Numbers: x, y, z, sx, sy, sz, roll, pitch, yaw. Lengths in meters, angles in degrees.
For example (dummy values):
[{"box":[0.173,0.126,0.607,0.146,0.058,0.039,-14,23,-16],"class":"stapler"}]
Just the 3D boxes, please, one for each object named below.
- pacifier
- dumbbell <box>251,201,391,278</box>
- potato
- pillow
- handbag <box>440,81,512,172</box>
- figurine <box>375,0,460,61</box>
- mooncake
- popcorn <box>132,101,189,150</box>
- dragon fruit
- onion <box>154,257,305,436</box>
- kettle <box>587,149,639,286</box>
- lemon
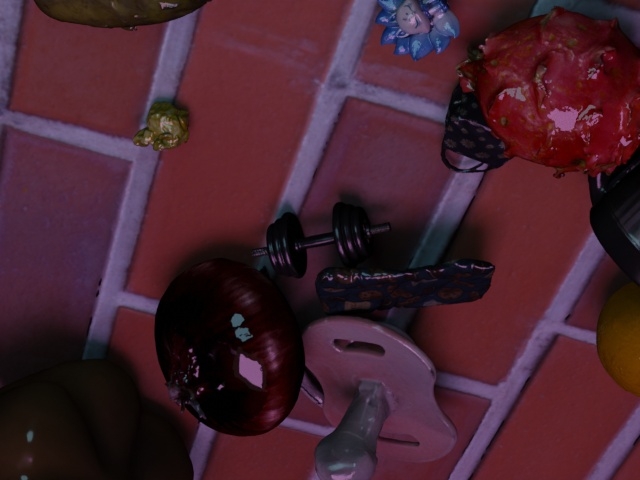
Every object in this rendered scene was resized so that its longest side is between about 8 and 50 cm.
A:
[{"box":[0.078,0.251,2.054,0.220,0.273,0.332,-20,129,1],"class":"pacifier"},{"box":[0.000,0.000,1.906,0.208,0.099,0.099,-11,130,16],"class":"dumbbell"},{"box":[-0.246,-0.330,1.630,0.251,0.113,0.149,0,140,17],"class":"potato"},{"box":[0.121,0.068,1.926,0.255,0.034,0.189,-4,164,1],"class":"pillow"},{"box":[0.207,-0.137,1.793,0.115,0.072,0.139,18,144,-12],"class":"handbag"},{"box":[0.113,-0.275,1.660,0.114,0.079,0.114,5,109,16],"class":"figurine"},{"box":[-0.405,0.426,2.109,0.262,0.467,0.467,-17,128,24],"class":"mooncake"},{"box":[-0.217,-0.154,1.818,0.083,0.059,0.068,-24,86,15],"class":"popcorn"},{"box":[0.287,-0.191,1.646,0.268,0.205,0.210,23,-178,27],"class":"dragon fruit"},{"box":[-0.155,0.174,1.966,0.273,0.285,0.273,22,128,32],"class":"onion"},{"box":[0.507,-0.080,1.749,0.207,0.251,0.271,8,132,-45],"class":"kettle"},{"box":[0.493,0.136,1.920,0.186,0.187,0.244,4,143,2],"class":"lemon"}]
